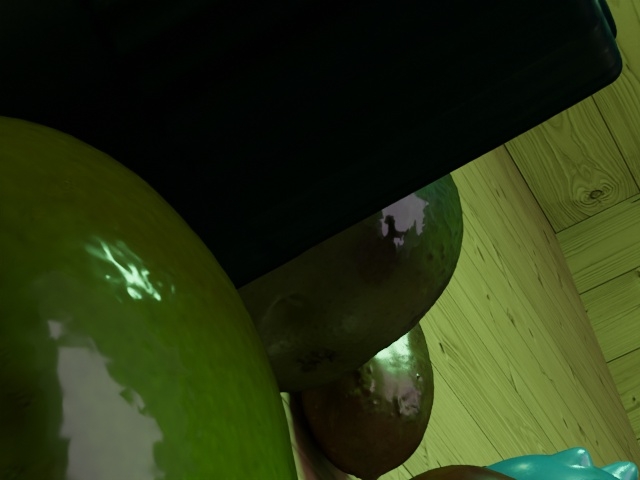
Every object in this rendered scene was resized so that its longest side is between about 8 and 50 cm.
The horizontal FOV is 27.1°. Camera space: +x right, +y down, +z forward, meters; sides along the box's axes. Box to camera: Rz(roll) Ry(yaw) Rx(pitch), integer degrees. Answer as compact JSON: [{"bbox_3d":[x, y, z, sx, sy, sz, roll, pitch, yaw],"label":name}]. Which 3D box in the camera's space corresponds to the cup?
[{"bbox_3d":[-0.044,-0.121,0.605,0.242,0.292,0.308,57,16,-24],"label":"cup"}]

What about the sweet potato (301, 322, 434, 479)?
[{"bbox_3d":[0.027,0.056,0.968,0.097,0.097,0.292,55,15,-31],"label":"sweet potato"}]

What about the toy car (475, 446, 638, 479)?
[{"bbox_3d":[0.210,0.274,1.041,0.255,0.190,0.188,57,13,-31],"label":"toy car"}]

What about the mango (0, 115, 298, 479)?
[{"bbox_3d":[-0.083,0.088,0.384,0.185,0.149,0.273,41,30,-63],"label":"mango"}]

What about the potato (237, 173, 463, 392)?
[{"bbox_3d":[0.000,0.000,0.787,0.251,0.174,0.159,-74,152,-72],"label":"potato"}]

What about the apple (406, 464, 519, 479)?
[{"bbox_3d":[0.114,0.317,0.754,0.328,0.295,0.365,5,-52,61],"label":"apple"}]
